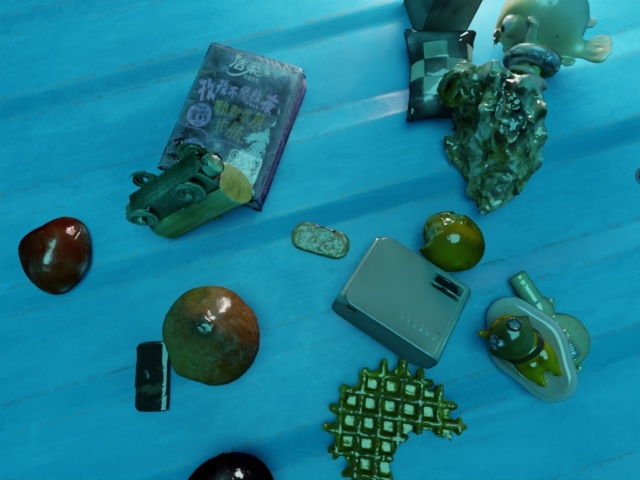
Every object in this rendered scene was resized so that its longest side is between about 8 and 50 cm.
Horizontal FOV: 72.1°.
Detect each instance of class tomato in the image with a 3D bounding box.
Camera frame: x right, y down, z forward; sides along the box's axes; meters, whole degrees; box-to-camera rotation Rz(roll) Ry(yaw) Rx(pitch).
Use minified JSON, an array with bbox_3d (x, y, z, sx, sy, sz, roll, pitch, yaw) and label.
[{"bbox_3d":[-0.625,0.033,1.029,0.166,0.082,0.174,-29,79,-7],"label":"tomato"}]

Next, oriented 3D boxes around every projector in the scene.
[{"bbox_3d":[0.181,0.134,0.986,0.250,0.108,0.198,32,62,6],"label":"projector"}]

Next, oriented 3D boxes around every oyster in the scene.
[{"bbox_3d":[0.392,-0.232,1.018,0.238,0.115,0.351,6,109,29],"label":"oyster"}]

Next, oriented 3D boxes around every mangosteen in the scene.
[{"bbox_3d":[-0.176,0.546,0.875,0.194,0.194,0.230,-20,52,-4],"label":"mangosteen"}]

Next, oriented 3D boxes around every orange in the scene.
[{"bbox_3d":[0.299,0.004,1.013,0.156,0.156,0.134,40,112,7],"label":"orange"}]

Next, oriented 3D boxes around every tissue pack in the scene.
[{"bbox_3d":[-0.205,-0.282,1.078,0.259,0.122,0.361,17,78,1],"label":"tissue pack"}]

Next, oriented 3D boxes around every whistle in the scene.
[{"bbox_3d":[0.529,0.188,1.021,0.126,0.067,0.258,-29,78,-2],"label":"whistle"}]

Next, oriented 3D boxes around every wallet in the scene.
[{"bbox_3d":[-0.385,0.311,1.011,0.082,0.018,0.156,0,80,0],"label":"wallet"}]

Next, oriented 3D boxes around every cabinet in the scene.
[{"bbox_3d":[0.313,-0.636,1.102,0.145,0.206,0.150,-15,80,-3],"label":"cabinet"}]

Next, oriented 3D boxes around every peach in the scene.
[{"bbox_3d":[-0.234,0.198,0.930,0.233,0.232,0.232,0,79,-1],"label":"peach"}]

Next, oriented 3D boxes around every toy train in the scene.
[{"bbox_3d":[-0.292,-0.106,0.963,0.308,0.189,0.126,-22,67,33],"label":"toy train"}]

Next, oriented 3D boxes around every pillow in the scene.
[{"bbox_3d":[0.303,-0.414,1.112,0.186,0.106,0.249,2,83,0],"label":"pillow"}]

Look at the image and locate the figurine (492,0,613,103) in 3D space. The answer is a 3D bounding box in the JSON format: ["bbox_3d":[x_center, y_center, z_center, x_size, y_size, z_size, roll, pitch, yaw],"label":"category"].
[{"bbox_3d":[0.540,-0.431,1.069,0.275,0.227,0.394,18,89,30],"label":"figurine"}]

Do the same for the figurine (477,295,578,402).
[{"bbox_3d":[0.447,0.237,0.940,0.166,0.141,0.250,-44,69,14],"label":"figurine"}]

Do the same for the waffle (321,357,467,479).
[{"bbox_3d":[0.149,0.407,0.976,0.293,0.069,0.260,-42,78,-8],"label":"waffle"}]

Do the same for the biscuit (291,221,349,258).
[{"bbox_3d":[0.000,0.000,1.074,0.147,0.018,0.071,16,82,1],"label":"biscuit"}]
